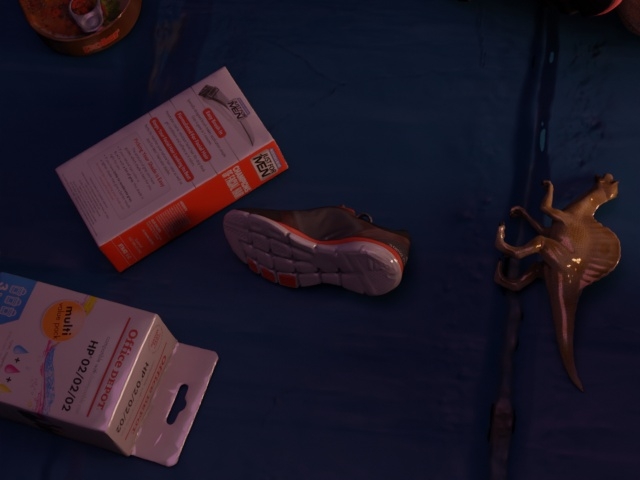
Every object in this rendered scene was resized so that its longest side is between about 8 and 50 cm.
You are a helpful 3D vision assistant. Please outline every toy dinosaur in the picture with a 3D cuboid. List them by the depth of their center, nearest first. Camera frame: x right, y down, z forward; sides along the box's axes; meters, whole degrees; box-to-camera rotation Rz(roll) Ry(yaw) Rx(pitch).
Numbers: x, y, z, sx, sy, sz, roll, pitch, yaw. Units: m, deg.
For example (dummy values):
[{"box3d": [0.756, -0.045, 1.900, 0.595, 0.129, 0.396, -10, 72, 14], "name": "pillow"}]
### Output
[{"box3d": [0.180, 0.016, 1.161, 0.093, 0.053, 0.183, 9, 66, 16], "name": "toy dinosaur"}]

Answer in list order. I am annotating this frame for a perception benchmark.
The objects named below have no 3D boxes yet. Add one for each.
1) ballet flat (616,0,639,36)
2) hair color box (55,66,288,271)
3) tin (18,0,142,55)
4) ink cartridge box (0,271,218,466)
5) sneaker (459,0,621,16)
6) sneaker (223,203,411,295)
[{"box3d": [0.371, -0.195, 1.162, 0.316, 0.106, 0.107, 4, 59, 26], "name": "ballet flat"}, {"box3d": [-0.123, -0.059, 1.269, 0.167, 0.053, 0.093, -32, 60, -2], "name": "hair color box"}, {"box3d": [-0.230, -0.249, 1.399, 0.106, 0.040, 0.189, -28, 61, 3], "name": "tin"}, {"box3d": [-0.184, 0.100, 1.197, 0.181, 0.061, 0.104, 13, 68, 18], "name": "ink cartridge box"}, {"box3d": [0.164, -0.272, 1.249, 0.136, 0.116, 0.314, -46, 40, -15], "name": "sneaker"}, {"box3d": [0.000, 0.000, 1.219, 0.158, 0.061, 0.065, 16, 41, 19], "name": "sneaker"}]
